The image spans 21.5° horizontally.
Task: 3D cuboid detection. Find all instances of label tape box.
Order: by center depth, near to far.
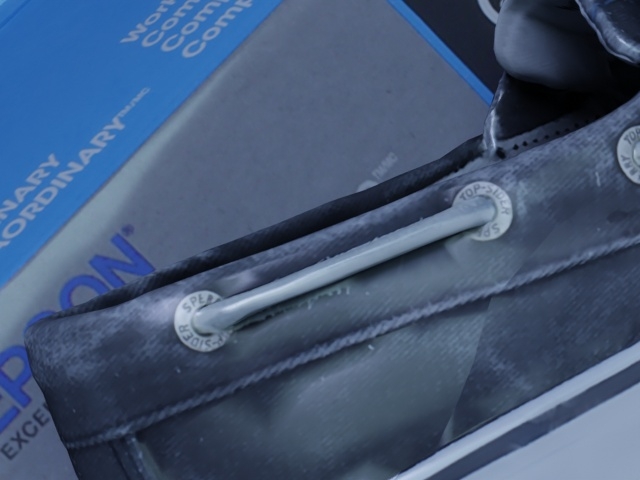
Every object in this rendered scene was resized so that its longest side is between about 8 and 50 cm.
[{"bbox_3d":[0.000,0.000,0.445,0.334,0.106,0.240,45,71,-9],"label":"label tape box"}]

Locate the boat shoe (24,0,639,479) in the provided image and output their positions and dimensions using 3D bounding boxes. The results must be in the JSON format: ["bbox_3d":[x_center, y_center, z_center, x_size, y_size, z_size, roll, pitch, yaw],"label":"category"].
[{"bbox_3d":[0.079,-0.019,0.369,0.301,0.108,0.102,-29,95,-15],"label":"boat shoe"}]
